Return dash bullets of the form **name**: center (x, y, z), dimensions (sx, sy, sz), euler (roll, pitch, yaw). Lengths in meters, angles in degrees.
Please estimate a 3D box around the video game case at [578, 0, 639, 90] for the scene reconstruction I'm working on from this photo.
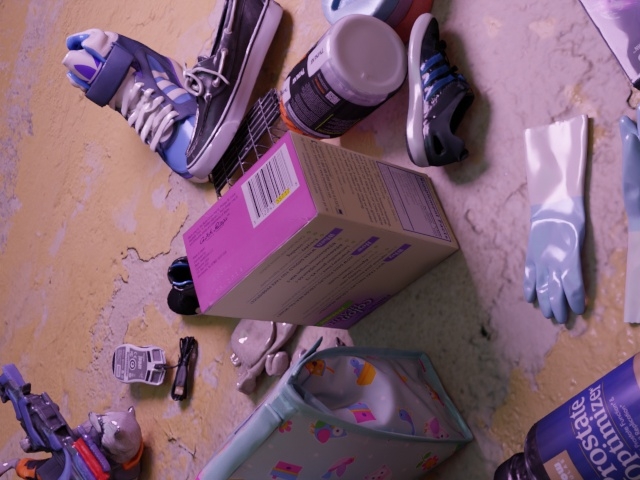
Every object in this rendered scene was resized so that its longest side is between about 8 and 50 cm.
- **video game case**: center (0.350, -0.321, 0.887), dimensions (0.196, 0.026, 0.274), euler (-40, 55, 33)

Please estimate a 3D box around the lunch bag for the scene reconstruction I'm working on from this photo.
- **lunch bag**: center (-0.001, 0.228, 0.955), dimensions (0.223, 0.262, 0.160), euler (-49, 50, 28)

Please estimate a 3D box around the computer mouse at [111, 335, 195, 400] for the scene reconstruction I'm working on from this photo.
- **computer mouse**: center (-0.279, 0.207, 1.415), dimensions (0.193, 0.042, 0.105), euler (0, 86, 41)

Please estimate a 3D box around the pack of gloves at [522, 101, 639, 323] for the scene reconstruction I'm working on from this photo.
- **pack of gloves**: center (0.286, -0.030, 0.872), dimensions (0.195, 0.046, 0.231), euler (-9, 74, 44)

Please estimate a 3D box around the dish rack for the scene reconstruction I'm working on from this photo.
- **dish rack**: center (-0.077, -0.084, 1.239), dimensions (0.208, 0.074, 0.271), euler (-47, 41, 27)

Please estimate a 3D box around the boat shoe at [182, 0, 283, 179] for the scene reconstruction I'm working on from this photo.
- **boat shoe**: center (-0.160, -0.250, 1.304), dimensions (0.306, 0.105, 0.113), euler (-67, 21, 0)

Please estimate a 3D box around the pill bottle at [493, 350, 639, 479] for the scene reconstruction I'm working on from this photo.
- **pill bottle**: center (0.270, 0.197, 0.779), dimensions (0.219, 0.123, 0.122), euler (-46, 51, 31)

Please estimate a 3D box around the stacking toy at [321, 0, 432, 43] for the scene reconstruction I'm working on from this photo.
- **stacking toy**: center (0.078, -0.437, 1.122), dimensions (0.309, 0.130, 0.279), euler (-55, 48, 22)

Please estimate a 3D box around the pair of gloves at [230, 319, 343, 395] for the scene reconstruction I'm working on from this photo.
- **pair of gloves**: center (-0.049, 0.175, 1.179), dimensions (0.204, 0.042, 0.240), euler (-53, 48, 25)

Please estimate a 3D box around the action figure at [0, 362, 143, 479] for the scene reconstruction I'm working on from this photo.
- **action figure**: center (-0.431, 0.360, 1.447), dimensions (0.330, 0.179, 0.341), euler (-35, 82, 30)

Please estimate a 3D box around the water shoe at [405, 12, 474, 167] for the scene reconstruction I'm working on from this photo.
- **water shoe**: center (0.152, -0.186, 1.047), dimensions (0.080, 0.073, 0.203), euler (-1, 77, 17)

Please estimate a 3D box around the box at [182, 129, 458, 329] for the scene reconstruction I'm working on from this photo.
- **box**: center (0.000, 0.000, 1.019), dimensions (0.213, 0.243, 0.117), euler (-40, 54, 34)

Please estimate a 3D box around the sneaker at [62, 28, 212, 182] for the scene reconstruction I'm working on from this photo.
- **sneaker**: center (-0.318, -0.232, 1.410), dimensions (0.130, 0.236, 0.322), euler (-51, 49, 26)

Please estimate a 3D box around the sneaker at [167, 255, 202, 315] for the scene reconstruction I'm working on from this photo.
- **sneaker**: center (-0.202, 0.063, 1.306), dimensions (0.217, 0.121, 0.079), euler (-20, 66, 42)

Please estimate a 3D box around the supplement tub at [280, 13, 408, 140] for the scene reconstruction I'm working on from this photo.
- **supplement tub**: center (0.023, -0.206, 1.111), dimensions (0.190, 0.117, 0.116), euler (150, 121, -61)
